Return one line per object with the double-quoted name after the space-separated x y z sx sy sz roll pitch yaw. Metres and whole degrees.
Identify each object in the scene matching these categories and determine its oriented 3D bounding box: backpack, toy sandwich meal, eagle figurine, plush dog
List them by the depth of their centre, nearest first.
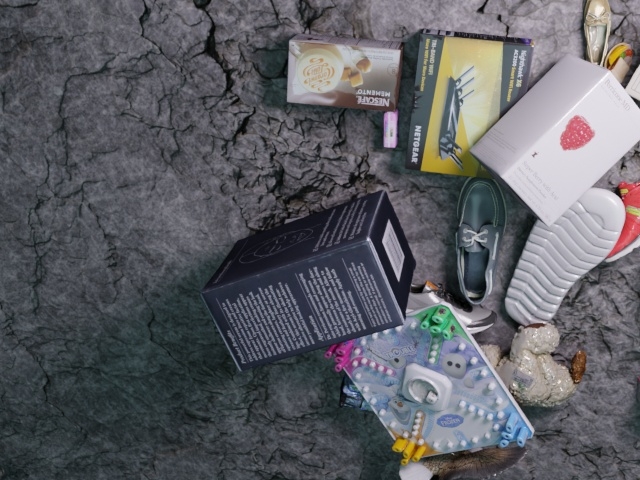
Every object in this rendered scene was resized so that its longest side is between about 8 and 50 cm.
0.632 -0.374 1.733 0.085 0.029 0.086 -14 121 -24 "toy sandwich meal"
0.522 0.339 1.991 0.225 0.211 0.262 16 145 -28 "plush dog"
0.369 0.547 2.123 0.226 0.225 0.298 36 126 10 "eagle figurine"
0.113 0.391 2.145 0.114 0.105 0.084 15 116 -1 "backpack"

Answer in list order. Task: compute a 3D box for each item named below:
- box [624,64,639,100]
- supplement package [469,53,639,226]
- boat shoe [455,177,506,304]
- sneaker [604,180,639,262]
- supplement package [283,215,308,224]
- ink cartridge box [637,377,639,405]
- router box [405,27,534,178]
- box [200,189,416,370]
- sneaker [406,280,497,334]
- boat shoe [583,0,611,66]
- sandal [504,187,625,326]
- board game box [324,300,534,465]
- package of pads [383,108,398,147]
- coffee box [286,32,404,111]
0.794 -0.291 1.652 0.311 0.121 0.148 35 118 18 "box"
0.495 -0.211 1.712 0.293 0.175 0.177 -46 116 8 "supplement package"
0.374 0.002 1.929 0.116 0.099 0.320 4 114 10 "boat shoe"
0.706 -0.077 1.841 0.118 0.107 0.279 36 106 4 "sneaker"
0.000 0.000 1.999 0.179 0.105 0.105 -9 111 14 "supplement package"
0.857 0.387 1.993 0.150 0.109 0.063 0 110 11 "ink cartridge box"
0.324 -0.298 1.819 0.242 0.081 0.309 7 114 7 "router box"
-0.015 0.085 1.818 0.395 0.293 0.212 -18 108 19 "box"
0.299 0.160 2.015 0.271 0.100 0.108 11 110 7 "sneaker"
0.581 -0.438 1.726 0.056 0.048 0.153 2 114 11 "boat shoe"
0.553 0.028 1.912 0.169 0.102 0.416 36 129 11 "sandal"
0.244 0.358 1.950 0.390 0.050 0.390 -25 105 42 "board game box"
0.162 -0.259 1.885 0.031 0.050 0.083 4 114 15 "package of pads"
0.056 -0.374 1.830 0.246 0.098 0.141 8 114 8 "coffee box"
